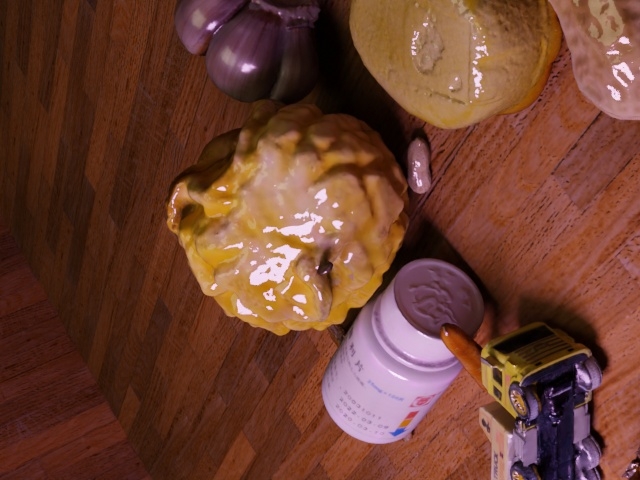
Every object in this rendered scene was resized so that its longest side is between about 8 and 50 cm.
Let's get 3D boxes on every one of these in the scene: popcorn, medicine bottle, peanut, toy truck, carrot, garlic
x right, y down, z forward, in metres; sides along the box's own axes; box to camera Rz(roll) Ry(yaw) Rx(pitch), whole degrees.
[{"bbox_3d":[-0.036,-0.047,1.549,0.382,0.348,0.349,-70,-31,-69],"label":"popcorn"},{"bbox_3d":[0.119,0.164,1.550,0.170,0.170,0.293,54,144,20],"label":"medicine bottle"},{"bbox_3d":[0.277,-0.267,1.048,0.149,0.149,0.313,-17,102,60],"label":"peanut"},{"bbox_3d":[0.278,0.238,1.408,0.157,0.124,0.272,42,146,52],"label":"toy truck"},{"bbox_3d":[0.205,0.159,1.423,0.043,0.043,0.248,43,180,34],"label":"carrot"},{"bbox_3d":[0.138,-0.104,1.477,0.037,0.037,0.083,33,131,44],"label":"peanut"},{"bbox_3d":[-0.104,-0.282,1.552,0.191,0.214,0.160,116,148,-46],"label":"garlic"}]

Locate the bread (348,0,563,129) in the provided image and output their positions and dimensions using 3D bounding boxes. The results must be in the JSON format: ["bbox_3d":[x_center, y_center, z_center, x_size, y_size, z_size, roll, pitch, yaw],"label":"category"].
[{"bbox_3d":[0.151,-0.260,1.241,0.270,0.148,0.270,40,145,36],"label":"bread"}]

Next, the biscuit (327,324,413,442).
[{"bbox_3d":[0.081,0.228,1.755,0.231,0.025,0.131,54,174,19],"label":"biscuit"}]

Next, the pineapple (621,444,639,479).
[{"bbox_3d":[0.370,0.372,1.198,0.262,0.271,0.263,37,139,41],"label":"pineapple"}]
